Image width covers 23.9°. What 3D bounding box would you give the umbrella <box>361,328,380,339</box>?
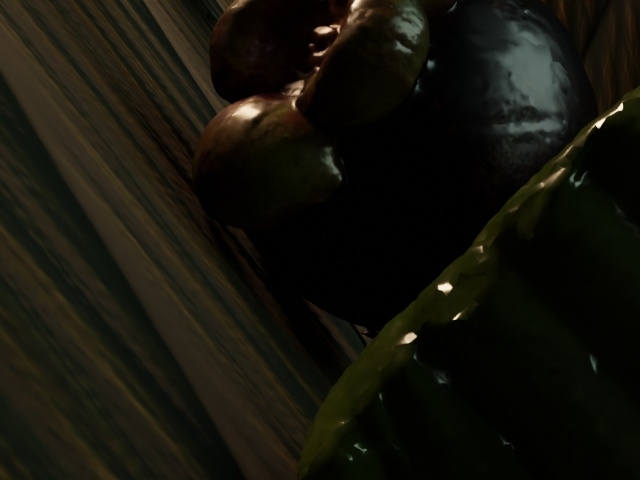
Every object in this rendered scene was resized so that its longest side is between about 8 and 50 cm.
[{"bbox_3d":[0.000,0.000,0.903,0.025,0.027,0.165,-29,84,-38],"label":"umbrella"}]

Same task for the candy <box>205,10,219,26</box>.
[{"bbox_3d":[-0.033,-0.114,1.177,0.202,0.061,0.061,49,4,26],"label":"candy"}]

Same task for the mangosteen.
[{"bbox_3d":[0.040,-0.055,0.759,0.210,0.210,0.210,53,7,-10],"label":"mangosteen"}]

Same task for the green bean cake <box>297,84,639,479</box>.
[{"bbox_3d":[0.101,0.058,0.532,0.125,0.222,0.248,49,11,16],"label":"green bean cake"}]
